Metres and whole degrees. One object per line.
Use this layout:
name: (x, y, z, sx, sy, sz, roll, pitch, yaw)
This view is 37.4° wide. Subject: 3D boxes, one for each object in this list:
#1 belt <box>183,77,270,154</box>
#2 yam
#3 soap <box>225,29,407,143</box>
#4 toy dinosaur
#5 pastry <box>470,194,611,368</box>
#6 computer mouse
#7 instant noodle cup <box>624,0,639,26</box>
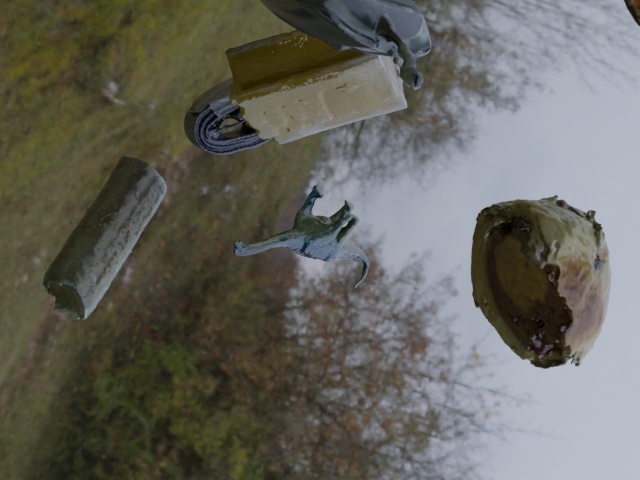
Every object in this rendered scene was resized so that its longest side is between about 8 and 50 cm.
belt: (-0.164, -0.260, 1.949, 0.126, 0.230, 0.140, 35, -30, 64)
yam: (-0.322, -0.005, 1.411, 0.093, 0.093, 0.259, 116, 0, -55)
soap: (-0.002, -0.290, 1.748, 0.259, 0.281, 0.143, 40, 36, -65)
toy dinosaur: (0.004, -0.009, 1.619, 0.147, 0.076, 0.362, -51, 147, 18)
pastry: (0.354, 0.053, 1.472, 0.236, 0.170, 0.256, -148, -137, -64)
computer mouse: (0.009, -0.231, 0.921, 0.090, 0.167, 0.379, -61, -144, 29)
instant noodle cup: (0.546, -0.353, 1.309, 0.190, 0.251, 0.251, 13, 95, -69)
